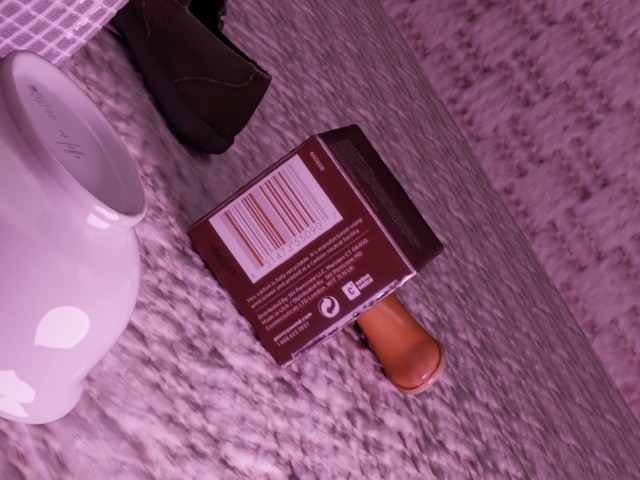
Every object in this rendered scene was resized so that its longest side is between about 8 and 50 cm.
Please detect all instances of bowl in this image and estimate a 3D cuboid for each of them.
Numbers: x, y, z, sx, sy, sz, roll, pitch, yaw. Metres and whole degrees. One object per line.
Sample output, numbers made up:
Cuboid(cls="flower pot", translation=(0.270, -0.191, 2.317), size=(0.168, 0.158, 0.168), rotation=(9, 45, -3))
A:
Cuboid(cls="bowl", translation=(-0.212, -0.034, 1.151), size=(0.298, 0.134, 0.298), rotation=(51, 14, -18))

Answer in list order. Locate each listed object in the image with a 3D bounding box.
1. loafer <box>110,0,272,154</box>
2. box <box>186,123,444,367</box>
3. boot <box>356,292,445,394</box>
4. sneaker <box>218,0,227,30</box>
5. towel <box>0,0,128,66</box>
Cuboid(cls="loafer", translation=(-0.166, -0.271, 1.871), size=(0.366, 0.130, 0.134), rotation=(57, 14, 11))
Cuboid(cls="box", translation=(0.000, 0.000, 1.699), size=(0.167, 0.168, 0.203), rotation=(54, 14, 2))
Cuboid(cls="boot", translation=(0.056, 0.080, 1.910), size=(0.152, 0.073, 0.197), rotation=(47, 3, -32))
Cuboid(cls="sneaker", translation=(-0.201, -0.377, 2.054), size=(0.134, 0.146, 0.343), rotation=(68, 5, -73))
Cuboid(cls="towel", translation=(-0.228, -0.236, 1.264), size=(0.235, 0.284, 0.121), rotation=(27, 31, -60))
